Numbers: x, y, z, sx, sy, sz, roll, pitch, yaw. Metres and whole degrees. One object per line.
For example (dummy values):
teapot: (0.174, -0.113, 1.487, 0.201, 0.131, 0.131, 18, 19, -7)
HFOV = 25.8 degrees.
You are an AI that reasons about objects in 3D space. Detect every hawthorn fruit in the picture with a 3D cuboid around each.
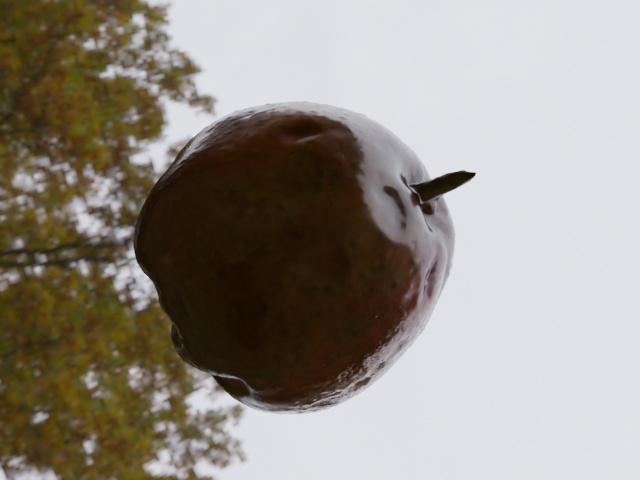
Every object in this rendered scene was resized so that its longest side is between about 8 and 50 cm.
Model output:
hawthorn fruit: (0.000, 0.000, 1.220, 0.298, 0.277, 0.277, -22, -91, 21)
